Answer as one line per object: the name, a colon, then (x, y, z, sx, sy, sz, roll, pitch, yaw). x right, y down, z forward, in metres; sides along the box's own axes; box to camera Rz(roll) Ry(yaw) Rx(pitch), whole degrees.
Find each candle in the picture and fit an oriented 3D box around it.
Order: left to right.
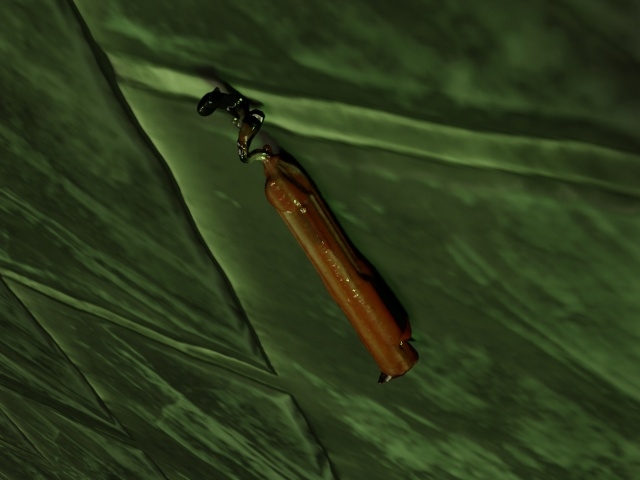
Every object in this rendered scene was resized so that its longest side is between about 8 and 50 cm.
candle: (0.001, -0.001, 0.447, 0.026, 0.021, 0.167, -16, 128, 24)
